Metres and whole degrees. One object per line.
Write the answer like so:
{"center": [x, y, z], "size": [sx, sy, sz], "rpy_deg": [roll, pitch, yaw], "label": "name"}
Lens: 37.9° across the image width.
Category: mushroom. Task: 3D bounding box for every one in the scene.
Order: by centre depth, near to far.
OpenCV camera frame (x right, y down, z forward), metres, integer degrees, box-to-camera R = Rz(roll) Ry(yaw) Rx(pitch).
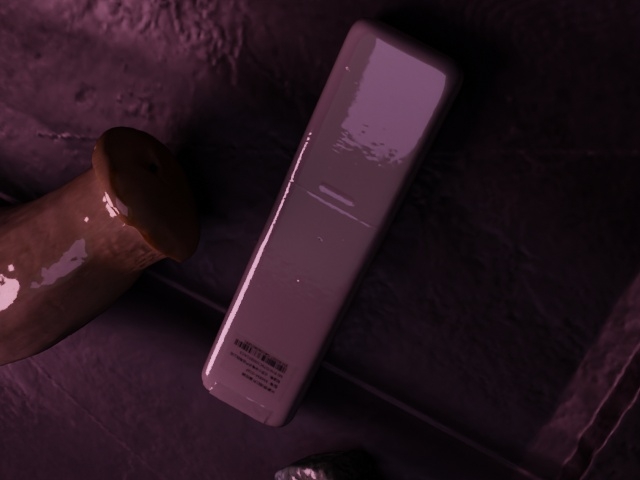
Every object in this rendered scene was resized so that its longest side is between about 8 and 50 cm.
{"center": [-0.180, 0.017, 0.581], "size": [0.247, 0.108, 0.096], "rpy_deg": [-20, 143, 30], "label": "mushroom"}

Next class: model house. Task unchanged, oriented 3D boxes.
{"center": [0.020, 0.169, 0.592], "size": [0.079, 0.066, 0.083], "rpy_deg": [-37, 77, 40], "label": "model house"}

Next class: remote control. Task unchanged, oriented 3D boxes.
{"center": [0.000, 0.000, 0.542], "size": [0.067, 0.029, 0.261], "rpy_deg": [29, 117, 8], "label": "remote control"}
